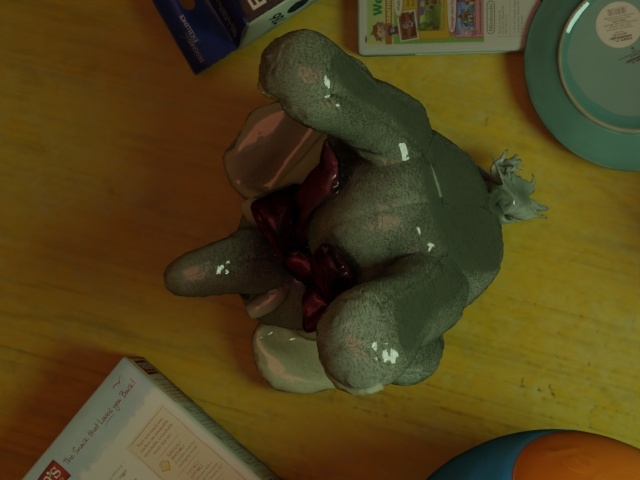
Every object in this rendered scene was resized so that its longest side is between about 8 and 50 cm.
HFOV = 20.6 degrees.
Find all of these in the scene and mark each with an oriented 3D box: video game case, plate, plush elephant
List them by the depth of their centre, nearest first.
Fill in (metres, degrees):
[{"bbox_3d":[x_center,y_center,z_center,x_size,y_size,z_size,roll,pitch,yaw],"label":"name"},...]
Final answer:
[{"bbox_3d":[0.000,0.000,1.419,0.255,0.330,0.271,-21,82,33],"label":"plush elephant"},{"bbox_3d":[0.261,-0.151,1.455,0.188,0.024,0.188,0,88,13],"label":"plate"},{"bbox_3d":[0.127,-0.266,1.511,0.193,0.023,0.212,0,88,11],"label":"video game case"}]

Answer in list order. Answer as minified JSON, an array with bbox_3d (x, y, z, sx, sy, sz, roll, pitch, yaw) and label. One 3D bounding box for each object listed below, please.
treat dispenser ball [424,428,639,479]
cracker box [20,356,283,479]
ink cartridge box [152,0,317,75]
[{"bbox_3d":[0.180,0.287,1.340,0.288,0.288,0.288,-1,87,11],"label":"treat dispenser ball"},{"bbox_3d":[-0.126,0.231,1.514,0.232,0.067,0.155,41,94,9],"label":"cracker box"},{"bbox_3d":[-0.015,-0.296,1.497,0.333,0.065,0.165,-33,83,9],"label":"ink cartridge box"}]
